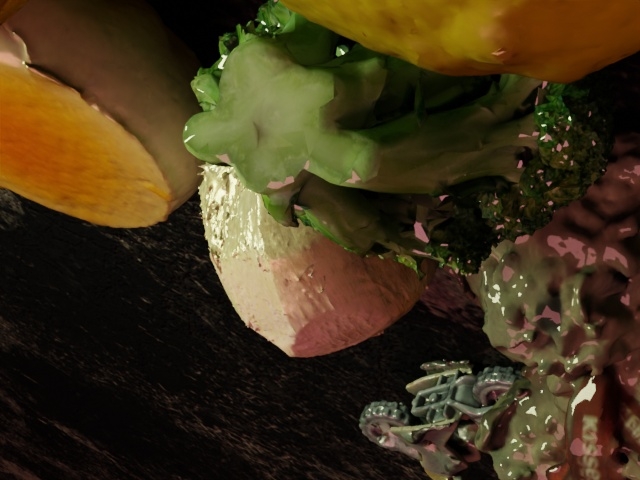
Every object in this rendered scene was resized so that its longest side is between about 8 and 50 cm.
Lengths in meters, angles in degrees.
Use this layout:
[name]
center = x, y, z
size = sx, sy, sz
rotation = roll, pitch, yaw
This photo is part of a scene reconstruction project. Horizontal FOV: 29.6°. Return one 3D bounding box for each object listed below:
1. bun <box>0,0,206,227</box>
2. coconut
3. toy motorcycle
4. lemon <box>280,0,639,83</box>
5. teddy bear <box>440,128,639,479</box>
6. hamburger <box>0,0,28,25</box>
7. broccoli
[bun]
center = -0.215, -0.149, 1.024
size = 0.299, 0.164, 0.299
rotation = 18, 157, 8
[coconut]
center = 0.003, 0.000, 0.936
size = 0.194, 0.194, 0.194
rotation = 28, 151, 17
[toy motorcycle]
center = 0.147, 0.181, 1.191
size = 0.130, 0.094, 0.229
rotation = 43, 140, -20
[lemon]
center = 0.081, -0.197, 0.504
size = 0.322, 0.268, 0.268
rotation = 28, 151, 17
[teddy bear]
center = 0.211, 0.094, 0.856
size = 0.367, 0.224, 0.357
rotation = 42, 138, -4
[hamburger]
center = -0.305, -0.273, 0.833
size = 0.314, 0.289, 0.170
rotation = 17, 174, 38
[broccoli]
center = 0.041, -0.094, 0.725
size = 0.295, 0.245, 0.265
rotation = -6, 102, 31
